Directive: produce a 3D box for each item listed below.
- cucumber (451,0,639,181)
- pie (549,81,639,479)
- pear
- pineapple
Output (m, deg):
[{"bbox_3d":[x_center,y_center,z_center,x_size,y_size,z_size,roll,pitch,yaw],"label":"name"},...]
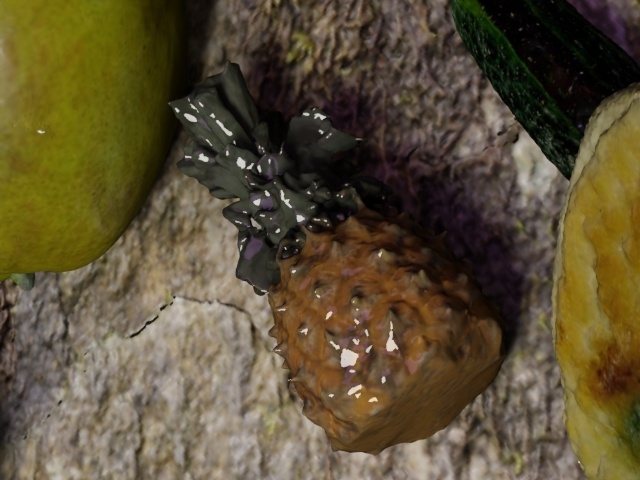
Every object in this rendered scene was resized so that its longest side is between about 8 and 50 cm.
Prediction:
[{"bbox_3d":[0.150,-0.070,0.634,0.074,0.074,0.241,-44,61,13],"label":"cucumber"},{"bbox_3d":[0.193,0.078,0.482,0.075,0.337,0.337,-20,65,-22],"label":"pie"},{"bbox_3d":[-0.209,-0.127,0.734,0.269,0.269,0.321,1,99,28],"label":"pear"},{"bbox_3d":[-0.001,0.001,0.673,0.128,0.128,0.248,-43,60,14],"label":"pineapple"}]
